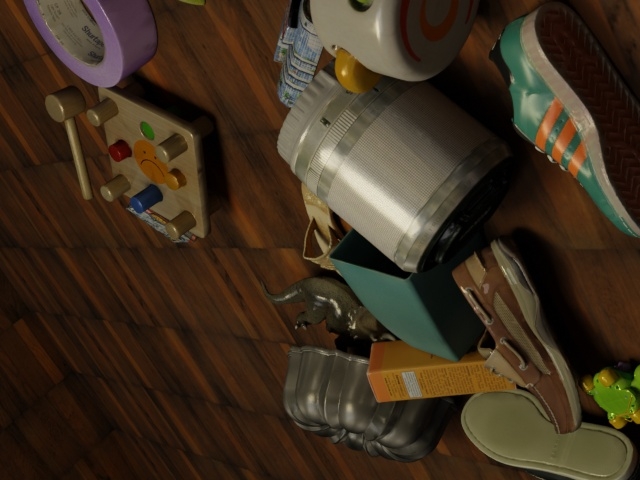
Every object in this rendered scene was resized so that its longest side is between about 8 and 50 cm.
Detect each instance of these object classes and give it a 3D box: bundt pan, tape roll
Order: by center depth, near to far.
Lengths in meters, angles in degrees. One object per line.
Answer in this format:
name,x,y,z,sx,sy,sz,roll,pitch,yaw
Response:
tape roll,-0.419,-0.414,2.011,0.275,0.090,0.275,33,147,25
bundt pan,0.076,0.309,2.029,0.331,0.124,0.331,18,163,6

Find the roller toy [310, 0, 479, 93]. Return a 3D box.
roller toy,0.087,-0.296,1.349,0.146,0.191,0.209,23,140,37

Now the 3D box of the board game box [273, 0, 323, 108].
board game box,-0.015,-0.312,1.515,0.060,0.194,0.194,15,136,-5

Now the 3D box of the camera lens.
camera lens,0.106,-0.108,1.523,0.274,0.219,0.219,41,150,14

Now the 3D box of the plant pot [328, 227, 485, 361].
plant pot,0.161,0.065,1.727,0.165,0.165,0.234,16,146,45

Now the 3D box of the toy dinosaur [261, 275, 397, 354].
toy dinosaur,0.031,0.129,2.058,0.313,0.121,0.160,39,138,26

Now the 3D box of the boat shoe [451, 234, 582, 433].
boat shoe,0.290,0.149,1.652,0.123,0.116,0.324,-84,-31,-74

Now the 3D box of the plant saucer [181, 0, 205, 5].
plant saucer,-0.270,-0.475,1.777,0.188,0.045,0.188,35,148,24

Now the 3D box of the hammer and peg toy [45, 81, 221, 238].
hammer and peg toy,-0.352,-0.169,2.148,0.361,0.127,0.266,27,139,30

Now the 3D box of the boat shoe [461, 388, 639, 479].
boat shoe,0.375,0.328,1.793,0.340,0.127,0.113,6,153,48

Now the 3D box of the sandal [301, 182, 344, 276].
sandal,-0.005,-0.002,1.950,0.088,0.079,0.240,22,142,39

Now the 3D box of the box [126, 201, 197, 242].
box,-0.331,-0.042,2.355,0.137,0.027,0.094,38,159,-30

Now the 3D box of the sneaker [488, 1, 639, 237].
sneaker,0.309,-0.134,1.341,0.302,0.108,0.121,60,151,-4

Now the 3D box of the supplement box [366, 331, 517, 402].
supplement box,0.198,0.203,1.807,0.233,0.078,0.080,-9,126,19

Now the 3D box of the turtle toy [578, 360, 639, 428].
turtle toy,0.441,0.212,1.610,0.095,0.066,0.130,50,151,-2
